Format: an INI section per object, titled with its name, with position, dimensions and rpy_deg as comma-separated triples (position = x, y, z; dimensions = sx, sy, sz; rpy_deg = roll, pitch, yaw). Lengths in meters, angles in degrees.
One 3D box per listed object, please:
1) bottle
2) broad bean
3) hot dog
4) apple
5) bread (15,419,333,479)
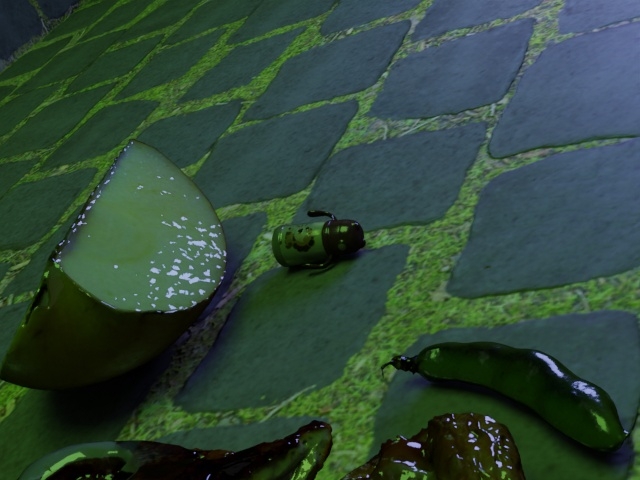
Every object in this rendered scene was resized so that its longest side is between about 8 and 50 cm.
[bottle]
position = 0.000, -0.002, 1.067
dimensions = 0.101, 0.063, 0.047
rpy_deg = -9, 1, 29
[broad bean]
position = 0.142, 0.109, 0.751
dimensions = 0.069, 0.039, 0.226
rpy_deg = -37, 26, -29
[hot dog]
position = 0.067, 0.194, 0.613
dimensions = 0.160, 0.099, 0.227
rpy_deg = -33, 23, 12
[apple]
position = -0.226, 0.033, 1.083
dimensions = 0.253, 0.179, 0.346
rpy_deg = -10, 29, 9
[bread]
position = -0.118, 0.192, 0.686
dimensions = 0.268, 0.095, 0.139
rpy_deg = -7, 25, 19
